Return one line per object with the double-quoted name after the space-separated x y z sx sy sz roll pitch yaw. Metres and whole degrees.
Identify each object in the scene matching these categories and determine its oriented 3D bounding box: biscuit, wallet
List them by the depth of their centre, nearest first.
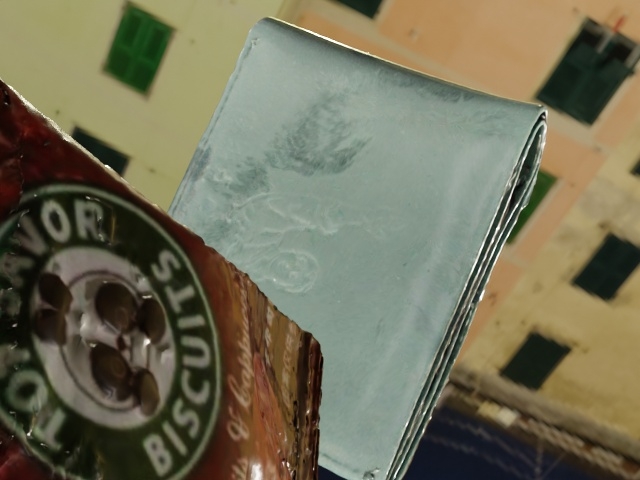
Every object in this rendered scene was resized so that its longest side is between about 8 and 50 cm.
-0.056 0.055 0.367 0.235 0.063 0.151 39 -139 -46 "biscuit"
0.001 0.000 0.915 0.251 0.290 0.054 25 179 27 "wallet"
